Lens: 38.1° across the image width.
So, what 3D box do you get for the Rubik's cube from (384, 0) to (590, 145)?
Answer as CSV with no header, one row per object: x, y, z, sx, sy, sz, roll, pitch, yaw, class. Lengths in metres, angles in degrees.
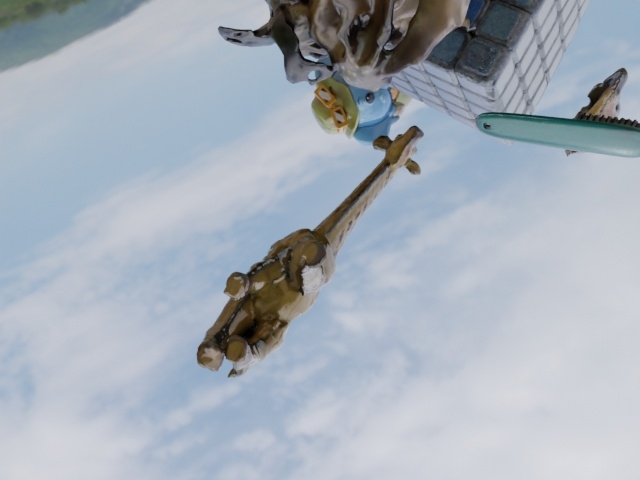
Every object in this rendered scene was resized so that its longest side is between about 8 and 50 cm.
0.176,-0.286,1.122,0.237,0.237,0.238,-62,160,0,Rubik's cube

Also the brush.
0.265,-0.123,1.014,0.193,0.043,0.032,13,-130,29,brush

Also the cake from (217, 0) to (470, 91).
0.011,-0.293,0.810,0.332,0.332,0.321,-5,-117,44,cake

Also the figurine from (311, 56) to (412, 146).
0.095,-0.306,1.780,0.262,0.180,0.154,-48,-154,-11,figurine

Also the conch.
0.487,-0.214,1.621,0.233,0.080,0.086,123,-14,-45,conch

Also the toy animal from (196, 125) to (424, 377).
-0.004,0.006,0.684,0.275,0.054,0.149,-43,169,-52,toy animal
